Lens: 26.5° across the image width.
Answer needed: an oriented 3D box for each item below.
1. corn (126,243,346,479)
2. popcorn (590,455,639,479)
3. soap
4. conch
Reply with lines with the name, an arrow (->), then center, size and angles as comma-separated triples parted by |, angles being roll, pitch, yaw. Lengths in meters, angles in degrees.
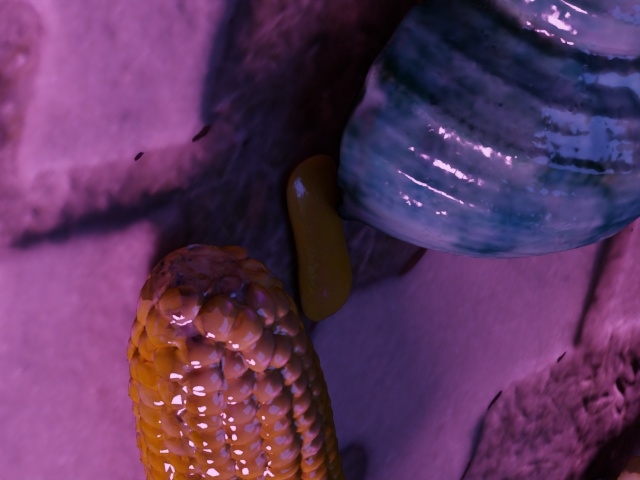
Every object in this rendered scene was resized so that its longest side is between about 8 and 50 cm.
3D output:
corn -> -0.031, 0.132, 0.617 | 0.101, 0.101, 0.292 | -31, 128, -31
popcorn -> 0.322, 0.071, 0.841 | 0.293, 0.237, 0.293 | -25, 127, -40
soap -> 0.000, 0.000, 0.647 | 0.034, 0.012, 0.089 | -31, 129, -32
conch -> 0.111, -0.091, 0.618 | 0.196, 0.134, 0.202 | -25, 130, -51
